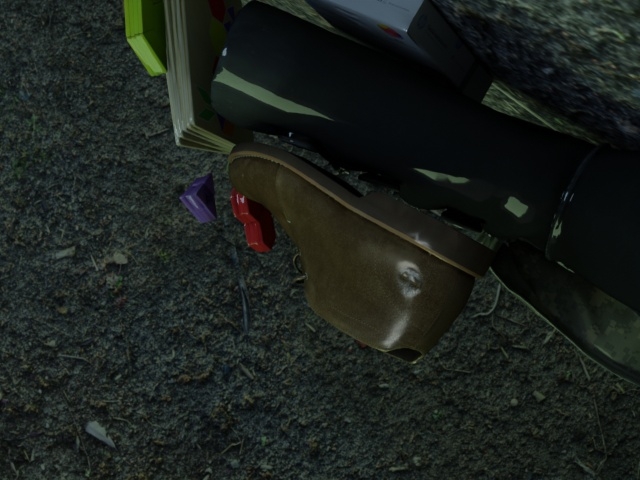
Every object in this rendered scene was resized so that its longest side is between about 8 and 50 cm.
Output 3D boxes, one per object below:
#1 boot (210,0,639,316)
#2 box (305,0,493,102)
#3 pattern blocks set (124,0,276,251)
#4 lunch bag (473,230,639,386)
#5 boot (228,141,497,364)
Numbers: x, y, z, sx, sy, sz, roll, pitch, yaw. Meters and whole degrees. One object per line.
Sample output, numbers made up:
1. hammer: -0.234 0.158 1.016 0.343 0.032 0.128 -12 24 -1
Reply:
1. boot: 0.123 -0.081 0.754 0.445 0.146 0.367 29 177 1
2. box: 0.069 -0.197 0.878 0.145 0.038 0.186 31 -176 32
3. pattern blocks set: -0.109 -0.170 0.894 0.026 0.325 0.285 -8 163 19
4. lunch bag: 0.305 0.023 1.056 0.287 0.169 0.235 28 -165 -3
5. boot: 0.000 0.000 0.777 0.112 0.115 0.305 24 -176 -43
